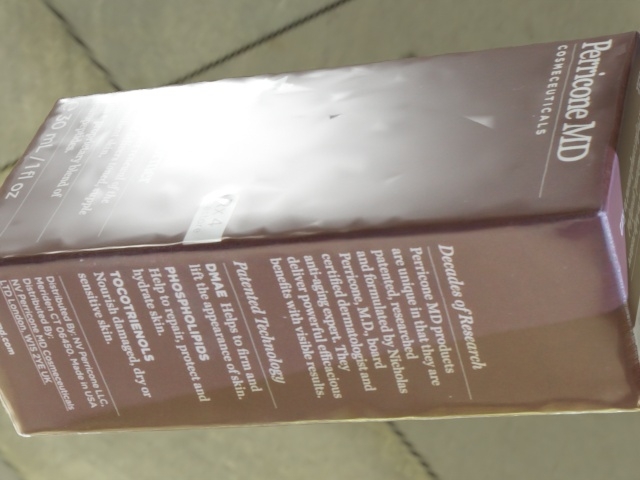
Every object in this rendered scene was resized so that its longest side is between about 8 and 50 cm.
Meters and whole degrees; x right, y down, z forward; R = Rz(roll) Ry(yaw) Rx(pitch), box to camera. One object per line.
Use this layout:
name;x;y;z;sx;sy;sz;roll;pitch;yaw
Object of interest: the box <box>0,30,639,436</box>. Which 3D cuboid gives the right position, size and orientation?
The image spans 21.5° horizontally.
box;0.000;0.000;0.976;0.381;0.191;0.143;-4;124;19
